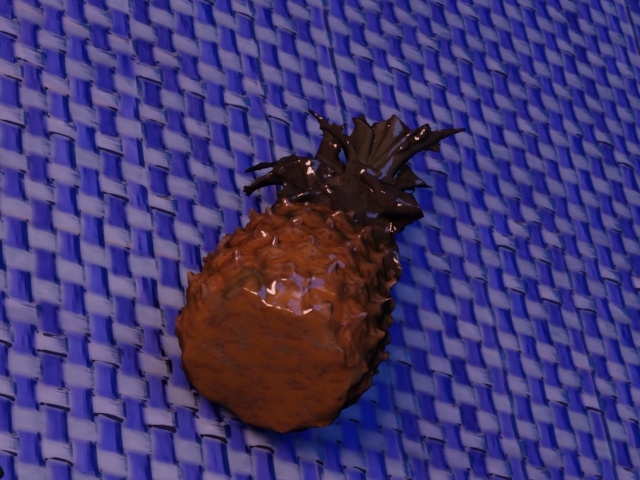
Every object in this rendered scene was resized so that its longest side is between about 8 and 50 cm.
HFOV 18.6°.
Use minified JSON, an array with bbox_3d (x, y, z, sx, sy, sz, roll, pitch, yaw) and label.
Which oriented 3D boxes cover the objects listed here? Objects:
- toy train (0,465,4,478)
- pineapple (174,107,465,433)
[{"bbox_3d":[-0.149,0.150,0.836,0.122,0.081,0.050,54,33,7],"label":"toy train"},{"bbox_3d":[0.000,0.000,1.079,0.125,0.125,0.251,41,35,-9],"label":"pineapple"}]
